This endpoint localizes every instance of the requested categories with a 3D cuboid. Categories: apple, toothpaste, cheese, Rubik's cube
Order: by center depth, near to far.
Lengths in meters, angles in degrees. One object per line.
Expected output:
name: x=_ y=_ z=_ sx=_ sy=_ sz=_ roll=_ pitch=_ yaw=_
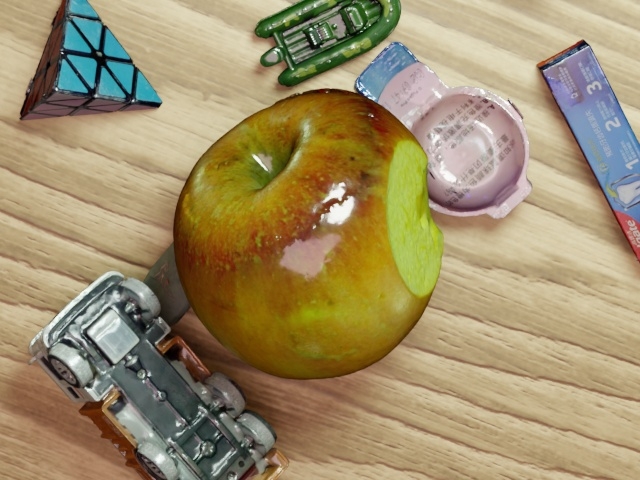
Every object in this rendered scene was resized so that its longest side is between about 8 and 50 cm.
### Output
apple: x=0.000 y=0.000 z=1.732 sx=0.374 sy=0.374 sz=0.384 roll=47 pitch=71 yaw=-10
cheese: x=0.173 y=-0.150 z=1.798 sx=0.286 sy=0.074 sz=0.189 roll=44 pitch=102 yaw=4
toothpaste: x=0.407 y=-0.120 z=1.799 sx=0.076 sy=0.066 sz=0.320 roll=-27 pitch=104 yaw=10
Rubik's cube: x=-0.318 y=-0.208 z=1.825 sx=0.178 sy=0.211 sz=0.190 roll=21 pitch=141 yaw=-24

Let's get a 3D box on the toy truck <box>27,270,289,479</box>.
toy truck: x=-0.247 y=0.237 z=1.864 sx=0.173 sy=0.207 sz=0.387 roll=-44 pitch=102 yaw=-27

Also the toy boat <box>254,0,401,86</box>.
toy boat: x=0.012 y=-0.290 z=1.776 sx=0.210 sy=0.052 sz=0.104 roll=-23 pitch=101 yaw=10

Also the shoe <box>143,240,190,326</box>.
shoe: x=-0.202 y=0.048 z=1.874 sx=0.079 sy=0.078 sz=0.195 roll=34 pitch=101 yaw=-7
